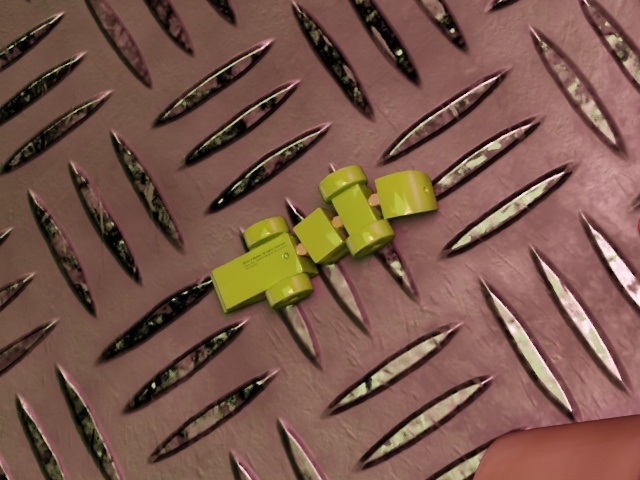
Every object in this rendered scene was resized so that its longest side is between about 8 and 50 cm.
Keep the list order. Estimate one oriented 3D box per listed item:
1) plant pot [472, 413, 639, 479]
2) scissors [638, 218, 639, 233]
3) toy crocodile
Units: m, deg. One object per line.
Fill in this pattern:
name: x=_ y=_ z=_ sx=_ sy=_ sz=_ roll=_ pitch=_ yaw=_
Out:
plant pot: x=0.331 y=0.330 z=1.328 sx=0.280 sy=0.323 sz=0.323 roll=4 pitch=83 yaw=35
scissors: x=0.528 y=0.009 z=1.401 sx=0.297 sy=0.021 sz=0.109 roll=1 pitch=83 yaw=35
toy crocodile: x=0.000 y=0.000 z=1.581 sx=0.341 sy=0.105 sz=0.115 roll=-32 pitch=74 yaw=16
